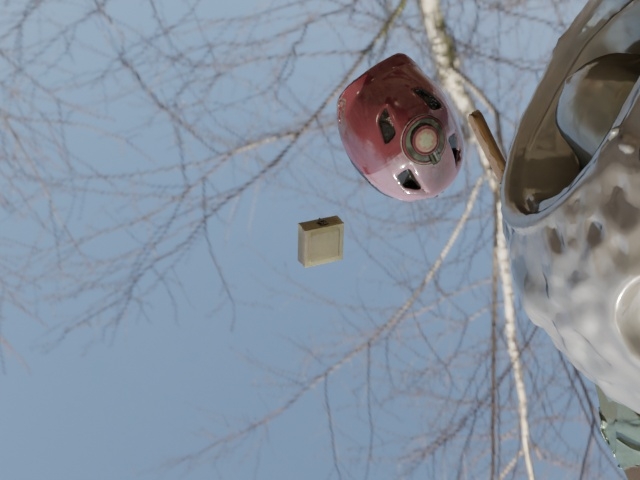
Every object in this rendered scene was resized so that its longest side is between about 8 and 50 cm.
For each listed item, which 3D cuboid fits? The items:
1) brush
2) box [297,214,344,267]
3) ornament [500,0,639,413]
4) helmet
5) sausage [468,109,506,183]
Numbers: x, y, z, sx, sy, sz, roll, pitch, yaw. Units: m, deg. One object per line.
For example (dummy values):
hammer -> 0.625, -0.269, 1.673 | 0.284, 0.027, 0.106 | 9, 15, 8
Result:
brush -> 0.299, 0.134, 1.066 | 0.020, 0.085, 0.336 | -20, -97, -26
box -> 0.000, 0.000, 1.793 | 0.079, 0.083, 0.035 | -11, -149, -23
ornament -> 0.286, -0.030, 0.616 | 0.337, 0.337, 0.337 | -9, -135, 9
helmet -> 0.152, -0.167, 1.672 | 0.198, 0.253, 0.154 | -35, -129, -7
sausage -> 0.253, -0.141, 1.487 | 0.026, 0.116, 0.026 | -27, -173, 4
